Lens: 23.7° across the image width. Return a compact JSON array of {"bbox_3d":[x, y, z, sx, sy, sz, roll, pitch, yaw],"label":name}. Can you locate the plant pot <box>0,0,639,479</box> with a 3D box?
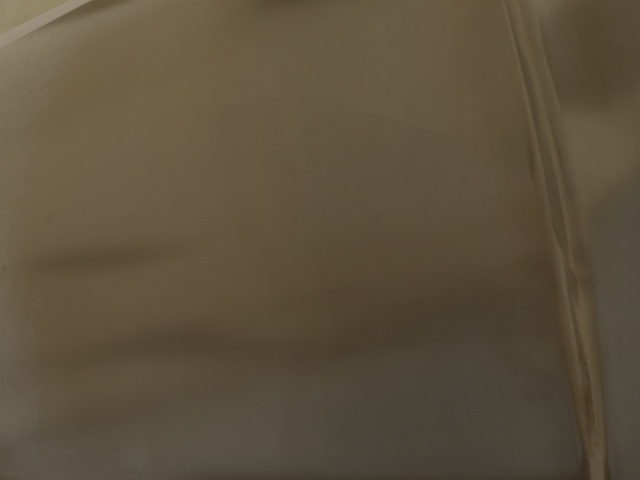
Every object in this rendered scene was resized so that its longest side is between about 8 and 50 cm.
[{"bbox_3d":[0.000,0.000,0.609,0.323,0.280,0.323,-12,90,-88],"label":"plant pot"}]

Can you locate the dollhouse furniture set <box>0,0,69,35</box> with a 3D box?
[{"bbox_3d":[-0.122,-0.032,0.960,0.198,0.286,0.303,50,38,-47],"label":"dollhouse furniture set"}]
